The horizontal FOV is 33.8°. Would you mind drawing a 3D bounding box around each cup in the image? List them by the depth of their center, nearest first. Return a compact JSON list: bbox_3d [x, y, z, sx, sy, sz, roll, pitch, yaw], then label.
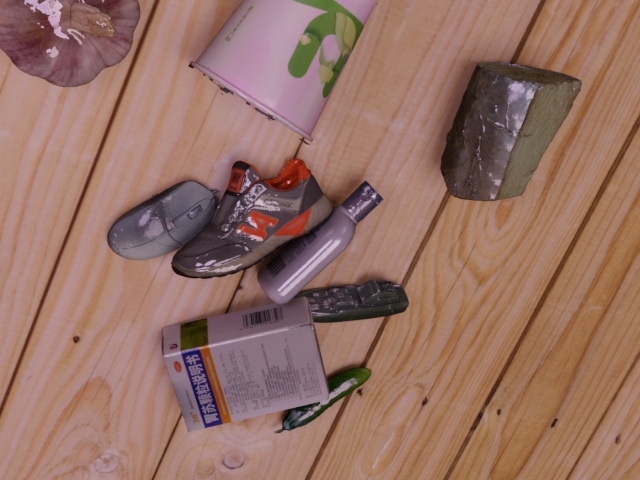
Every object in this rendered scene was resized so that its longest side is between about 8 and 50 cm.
[{"bbox_3d":[-0.054,-0.342,1.810,0.253,0.253,0.274,31,93,-32],"label":"cup"}]

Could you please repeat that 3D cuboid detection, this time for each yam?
[{"bbox_3d":[0.352,-0.210,2.056,0.202,0.201,0.271,-5,115,-43],"label":"yam"}]

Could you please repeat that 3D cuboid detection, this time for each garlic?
[{"bbox_3d":[-0.386,-0.351,1.653,0.245,0.253,0.245,-12,116,-26],"label":"garlic"}]

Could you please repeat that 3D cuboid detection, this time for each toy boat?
[{"bbox_3d":[0.057,0.123,2.175,0.261,0.078,0.085,-4,135,-18],"label":"toy boat"}]

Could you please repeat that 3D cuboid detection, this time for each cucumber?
[{"bbox_3d":[0.001,0.344,2.282,0.250,0.056,0.056,-35,123,-5],"label":"cucumber"}]

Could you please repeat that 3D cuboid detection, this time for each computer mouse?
[{"bbox_3d":[-0.286,-0.031,1.962,0.229,0.068,0.113,-28,124,-6],"label":"computer mouse"}]

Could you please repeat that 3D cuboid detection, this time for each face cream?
[{"bbox_3d":[0.000,0.000,2.054,0.291,0.144,0.071,-44,113,2],"label":"face cream"}]

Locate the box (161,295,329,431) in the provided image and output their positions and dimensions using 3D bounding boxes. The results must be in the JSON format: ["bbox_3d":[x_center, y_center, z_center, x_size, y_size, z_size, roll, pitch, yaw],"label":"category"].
[{"bbox_3d":[-0.147,0.248,2.106,0.299,0.106,0.200,-12,121,0],"label":"box"}]

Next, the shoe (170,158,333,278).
[{"bbox_3d":[-0.140,-0.058,1.957,0.336,0.132,0.171,-28,114,-23],"label":"shoe"}]
